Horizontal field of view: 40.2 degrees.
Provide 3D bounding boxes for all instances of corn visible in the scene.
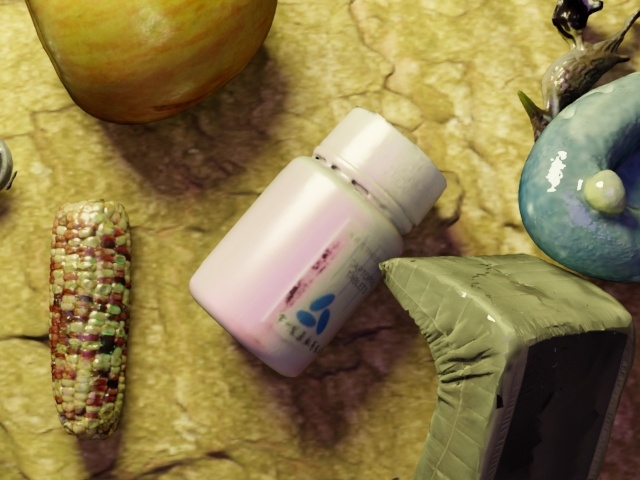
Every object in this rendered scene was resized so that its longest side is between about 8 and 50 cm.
[{"bbox_3d":[-0.243,0.081,0.921,0.086,0.086,0.253,-1,85,3],"label":"corn"}]

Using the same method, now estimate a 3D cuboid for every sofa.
[{"bbox_3d":[0.164,0.138,0.847,0.210,0.176,0.225,-4,111,-35],"label":"sofa"}]

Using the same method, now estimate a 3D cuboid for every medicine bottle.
[{"bbox_3d":[0.000,0.000,0.883,0.152,0.152,0.254,42,86,8],"label":"medicine bottle"}]

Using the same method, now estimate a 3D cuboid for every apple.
[{"bbox_3d":[-0.171,-0.254,0.882,0.264,0.264,0.264,0,82,3],"label":"apple"}]

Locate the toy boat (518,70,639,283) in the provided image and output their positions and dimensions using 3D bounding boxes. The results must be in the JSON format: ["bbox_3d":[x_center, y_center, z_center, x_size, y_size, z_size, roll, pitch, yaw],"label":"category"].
[{"bbox_3d":[0.356,-0.076,0.868,0.330,0.123,0.215,-15,83,-9],"label":"toy boat"}]

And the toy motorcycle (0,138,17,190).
[{"bbox_3d":[-0.439,-0.004,0.885,0.127,0.205,0.275,26,90,8],"label":"toy motorcycle"}]

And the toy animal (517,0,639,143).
[{"bbox_3d":[0.270,-0.181,0.935,0.105,0.070,0.202,27,82,-9],"label":"toy animal"}]
